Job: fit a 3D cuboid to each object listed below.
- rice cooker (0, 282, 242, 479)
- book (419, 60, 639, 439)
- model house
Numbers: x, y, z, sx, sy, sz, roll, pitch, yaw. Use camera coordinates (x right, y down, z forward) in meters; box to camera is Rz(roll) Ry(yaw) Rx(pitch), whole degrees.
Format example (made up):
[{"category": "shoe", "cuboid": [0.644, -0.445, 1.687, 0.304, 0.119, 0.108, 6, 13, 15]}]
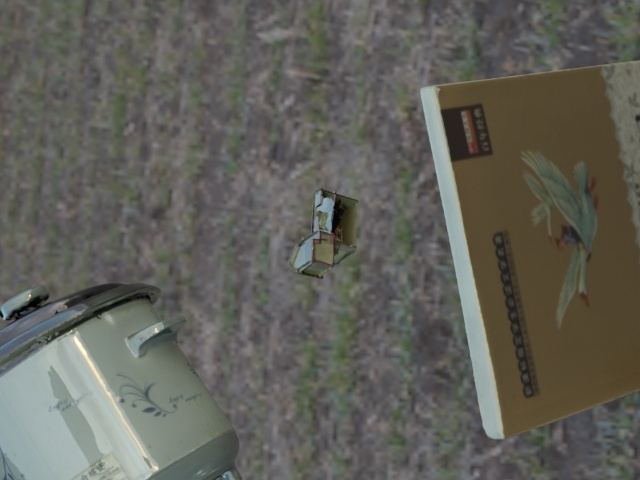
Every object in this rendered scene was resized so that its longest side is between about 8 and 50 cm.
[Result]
[{"category": "rice cooker", "cuboid": [-0.245, 0.183, 1.452, 0.316, 0.264, 0.317, 3, 99, 24]}, {"category": "book", "cuboid": [0.201, -0.010, 0.914, 0.021, 0.310, 0.217, -10, 92, 51]}, {"category": "model house", "cuboid": [0.000, 0.000, 1.310, 0.058, 0.057, 0.083, -32, 49, 52]}]
